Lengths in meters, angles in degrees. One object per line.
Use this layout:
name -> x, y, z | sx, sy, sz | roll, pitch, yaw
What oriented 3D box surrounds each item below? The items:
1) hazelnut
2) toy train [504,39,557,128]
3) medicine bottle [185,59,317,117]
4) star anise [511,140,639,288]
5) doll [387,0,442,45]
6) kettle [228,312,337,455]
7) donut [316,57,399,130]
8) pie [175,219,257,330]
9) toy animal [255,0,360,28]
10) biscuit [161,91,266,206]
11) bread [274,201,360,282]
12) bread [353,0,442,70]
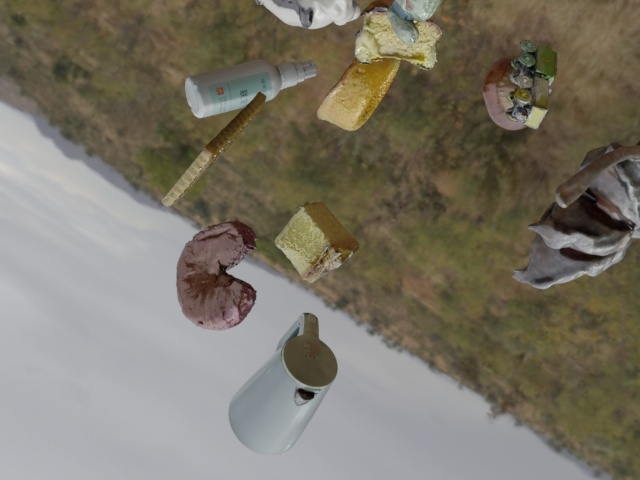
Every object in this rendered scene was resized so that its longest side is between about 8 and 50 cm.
hazelnut -> 0.399, -0.308, 1.638 | 0.143, 0.154, 0.143 | -11, -167, 2
toy train -> 0.380, -0.280, 1.404 | 0.081, 0.202, 0.060 | 18, 142, -1
medicine bottle -> -0.172, -0.412, 2.046 | 0.110, 0.351, 0.110 | 45, 146, 44
star anise -> 0.379, -0.029, 1.044 | 0.139, 0.359, 0.316 | 43, 145, 26
doll -> 0.179, -0.460, 1.408 | 0.071, 0.214, 0.103 | -1, -154, -41
kettle -> -0.062, 0.274, 1.547 | 0.159, 0.243, 0.211 | 21, -137, -14
donut -> 0.109, -0.405, 2.035 | 0.108, 0.278, 0.277 | 34, 177, 5
pie -> -0.202, 0.069, 1.534 | 0.054, 0.204, 0.219 | 21, -130, -52
toy animal -> -0.001, -0.436, 1.244 | 0.208, 0.204, 0.156 | 31, -162, 22
biscuit -> -0.187, -0.167, 1.420 | 0.029, 0.172, 0.255 | 41, -143, -9
bread -> 0.000, 0.000, 1.668 | 0.147, 0.127, 0.152 | 52, -144, 11
bread -> 0.165, -0.455, 1.748 | 0.160, 0.140, 0.169 | -15, -138, -37
